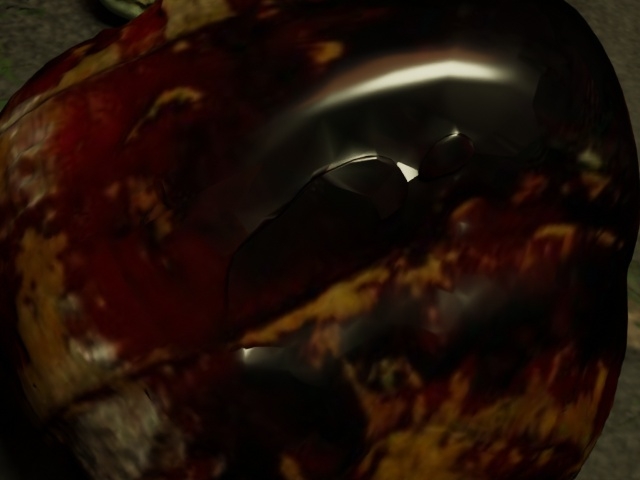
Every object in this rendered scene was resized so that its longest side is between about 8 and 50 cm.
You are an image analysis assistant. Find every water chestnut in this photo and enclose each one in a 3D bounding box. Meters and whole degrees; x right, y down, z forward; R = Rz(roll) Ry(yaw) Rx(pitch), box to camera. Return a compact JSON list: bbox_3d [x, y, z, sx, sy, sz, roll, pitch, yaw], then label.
[{"bbox_3d":[0.000,0.000,0.512,0.289,0.289,0.244,-4,15,-15],"label":"water chestnut"}]

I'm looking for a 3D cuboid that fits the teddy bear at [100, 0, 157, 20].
[{"bbox_3d":[0.012,-0.221,0.786,0.256,0.156,0.267,27,46,12],"label":"teddy bear"}]
